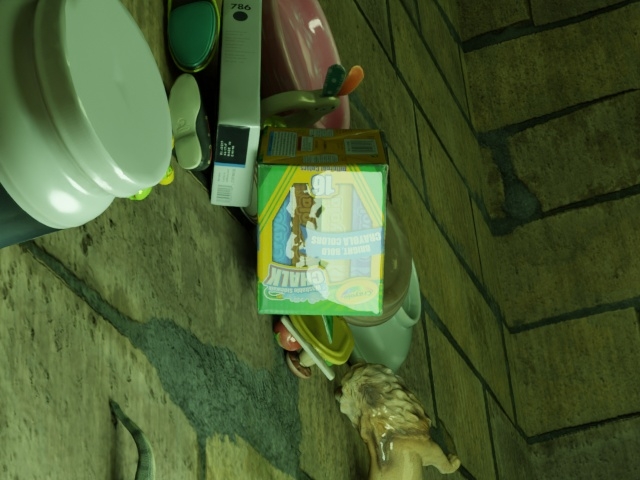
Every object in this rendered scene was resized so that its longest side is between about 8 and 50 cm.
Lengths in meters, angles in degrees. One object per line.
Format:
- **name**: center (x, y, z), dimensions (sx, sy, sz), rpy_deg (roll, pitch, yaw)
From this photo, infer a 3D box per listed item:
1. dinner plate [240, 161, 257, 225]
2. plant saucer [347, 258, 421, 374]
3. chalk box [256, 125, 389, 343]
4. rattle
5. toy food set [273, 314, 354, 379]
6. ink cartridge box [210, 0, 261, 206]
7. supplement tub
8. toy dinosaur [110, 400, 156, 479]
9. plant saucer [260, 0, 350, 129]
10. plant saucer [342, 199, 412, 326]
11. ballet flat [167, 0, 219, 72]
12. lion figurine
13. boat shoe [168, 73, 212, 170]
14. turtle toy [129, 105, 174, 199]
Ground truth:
- **dinner plate**: center (-0.113, -0.086, 2.014), dimensions (0.141, 0.017, 0.141), rpy_deg (-15, 90, -73)
- **plant saucer**: center (0.098, 0.059, 2.402), dimensions (0.400, 0.101, 0.400), rpy_deg (-16, 90, -73)
- **chalk box**: center (0.000, 0.000, 1.916), dimensions (0.180, 0.179, 0.288), rpy_deg (-90, -178, -69)
- **rattle**: center (-0.015, -0.173, 2.085), dimensions (0.130, 0.200, 0.142), rpy_deg (49, 30, -54)
- **toy food set**: center (-0.023, 0.148, 2.018), dimensions (0.128, 0.071, 0.218), rpy_deg (48, 18, -2)
- **ink cartridge box**: center (-0.118, -0.224, 1.934), dimensions (0.165, 0.065, 0.332), rpy_deg (99, -7, -48)
- **supplement tub**: center (-0.277, -0.085, 1.072), dimensions (0.191, 0.272, 0.191), rpy_deg (-17, 90, -73)
- **toy dinosaur**: center (-0.174, 0.303, 1.408), dimensions (0.118, 0.064, 0.268), rpy_deg (45, 29, -45)
- **plant saucer**: center (-0.047, -0.312, 2.314), dimensions (0.332, 0.084, 0.332), rpy_deg (-16, 90, -74)
- **plant saucer**: center (0.056, 0.006, 2.224), dimensions (0.278, 0.041, 0.277), rpy_deg (21, 56, -36)
- **ballet flat**: center (-0.183, -0.330, 1.935), dimensions (0.077, 0.077, 0.230), rpy_deg (68, 11, -67)
- **lion figurine**: center (0.108, 0.391, 2.077), dimensions (0.240, 0.142, 0.392), rpy_deg (44, 37, -45)
- **boat shoe**: center (-0.176, -0.159, 1.833), dimensions (0.042, 0.049, 0.133), rpy_deg (9, 73, -67)
- **turtle toy**: center (-0.213, -0.107, 1.636), dimensions (0.095, 0.066, 0.130), rpy_deg (91, -3, -59)
